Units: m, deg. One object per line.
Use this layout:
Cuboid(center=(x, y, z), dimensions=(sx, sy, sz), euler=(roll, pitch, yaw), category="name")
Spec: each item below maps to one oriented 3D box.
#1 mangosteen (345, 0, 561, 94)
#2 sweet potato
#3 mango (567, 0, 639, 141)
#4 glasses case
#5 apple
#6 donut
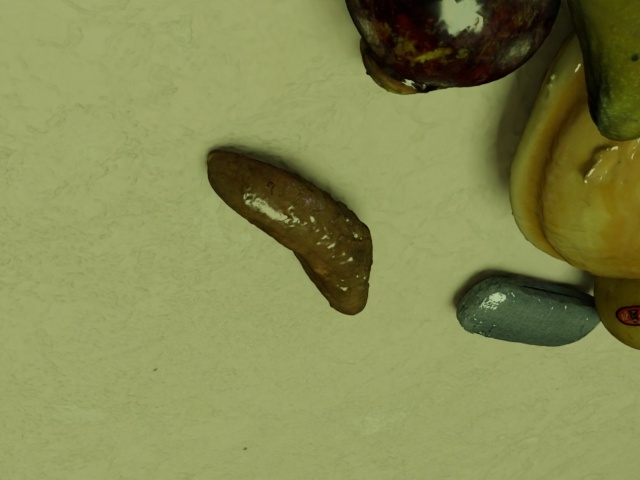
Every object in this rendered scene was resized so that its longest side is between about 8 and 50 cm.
Cuboid(center=(0.101, -0.215, 0.607), dimensions=(0.192, 0.192, 0.217), euler=(5, 161, -25), category="mangosteen")
Cuboid(center=(0.002, -0.002, 0.822), dimensions=(0.114, 0.092, 0.341), euler=(-13, 141, 28), category="sweet potato")
Cuboid(center=(0.263, -0.232, 0.506), dimensions=(0.177, 0.175, 0.329), euler=(-24, 126, 9), category="mango")
Cuboid(center=(0.338, 0.117, 1.078), dimensions=(0.283, 0.067, 0.109), euler=(10, 131, -31), category="glasses case")
Cuboid(center=(0.511, 0.080, 1.035), dimensions=(0.182, 0.182, 0.155), euler=(-30, 106, 9), category="apple")
Cuboid(center=(0.424, -0.134, 0.778), dimensions=(0.449, 0.198, 0.448), euler=(-9, 134, -10), category="donut")
